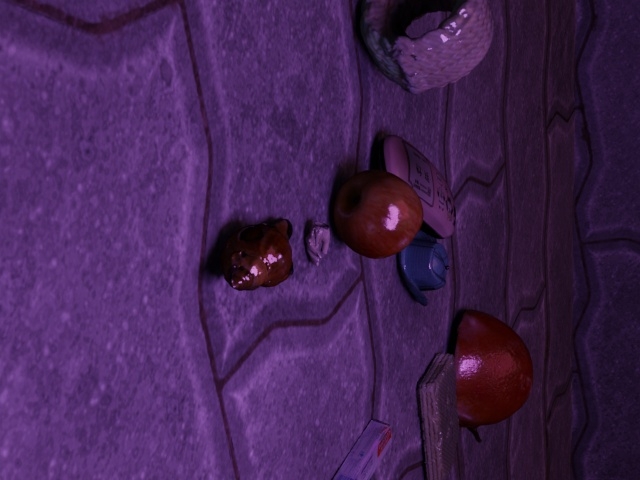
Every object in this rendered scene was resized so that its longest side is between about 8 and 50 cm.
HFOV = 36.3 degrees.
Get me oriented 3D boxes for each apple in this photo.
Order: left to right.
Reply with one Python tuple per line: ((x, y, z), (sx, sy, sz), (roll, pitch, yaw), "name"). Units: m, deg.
((0.090, -0.044, 1.559), (0.131, 0.146, 0.146), (40, 55, -36), "apple")

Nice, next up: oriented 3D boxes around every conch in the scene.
((-0.069, 0.020, 1.292), (0.233, 0.080, 0.086), (-8, 109, -66), "conch")

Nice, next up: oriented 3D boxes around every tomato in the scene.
((0.406, 0.301, 2.257), (0.309, 0.170, 0.309), (6, 90, -73), "tomato")

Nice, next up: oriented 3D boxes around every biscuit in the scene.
((0.258, 0.384, 2.093), (0.150, 0.052, 0.252), (-41, 130, -58), "biscuit")

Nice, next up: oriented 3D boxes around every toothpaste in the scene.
((0.074, 0.385, 1.705), (0.196, 0.040, 0.047), (-44, 135, -56), "toothpaste")

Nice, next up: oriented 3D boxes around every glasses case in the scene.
((0.181, -0.093, 1.804), (0.314, 0.075, 0.122), (35, 44, -57), "glasses case")

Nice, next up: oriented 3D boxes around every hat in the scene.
((0.213, 0.049, 1.913), (0.191, 0.078, 0.138), (57, 39, -53), "hat")

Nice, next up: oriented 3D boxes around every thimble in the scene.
((0.177, -0.359, 1.625), (0.150, 0.219, 0.219), (51, 48, -56), "thimble")

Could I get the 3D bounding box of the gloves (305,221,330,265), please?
((-0.002, 0.000, 1.485), (0.044, 0.037, 0.081), (1, 104, -40), "gloves")
